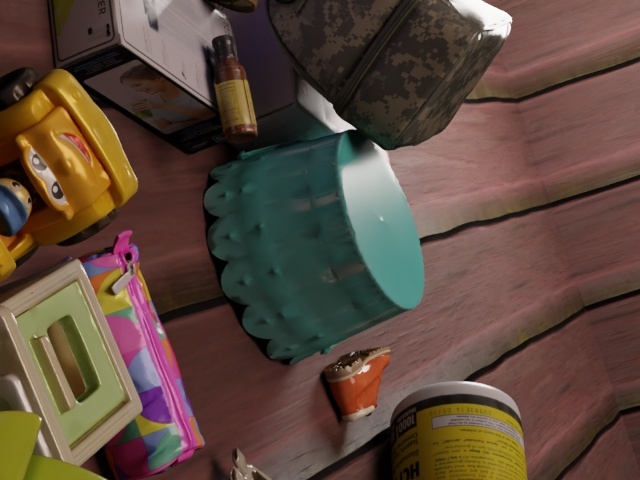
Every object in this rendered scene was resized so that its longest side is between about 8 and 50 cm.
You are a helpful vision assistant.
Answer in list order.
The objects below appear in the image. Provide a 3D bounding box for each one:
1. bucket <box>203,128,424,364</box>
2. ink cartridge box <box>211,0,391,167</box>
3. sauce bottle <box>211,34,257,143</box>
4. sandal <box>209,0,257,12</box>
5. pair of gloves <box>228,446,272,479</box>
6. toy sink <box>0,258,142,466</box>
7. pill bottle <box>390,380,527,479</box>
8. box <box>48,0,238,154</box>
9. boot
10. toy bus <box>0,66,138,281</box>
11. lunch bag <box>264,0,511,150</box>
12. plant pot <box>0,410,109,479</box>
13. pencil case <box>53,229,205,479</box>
[{"bbox_3d":[0.000,0.000,2.014,0.281,0.183,0.281,51,28,-42],"label":"bucket"},{"bbox_3d":[-0.032,-0.204,2.187,0.306,0.131,0.226,36,40,-59],"label":"ink cartridge box"},{"bbox_3d":[-0.103,-0.177,1.863,0.042,0.042,0.128,26,50,-62],"label":"sauce bottle"},{"bbox_3d":[-0.151,-0.325,1.954,0.049,0.180,0.072,-68,156,-7],"label":"sandal"},{"bbox_3d":[-0.055,0.369,1.764,0.204,0.042,0.240,48,31,-46],"label":"pair of gloves"},{"bbox_3d":[-0.264,0.128,1.320,0.153,0.131,0.234,68,22,-6],"label":"toy sink"},{"bbox_3d":[0.192,0.374,2.169,0.188,0.188,0.334,50,29,-43],"label":"pill bottle"},{"bbox_3d":[-0.198,-0.231,1.852,0.290,0.087,0.169,32,44,-60],"label":"box"},{"bbox_3d":[0.057,0.194,2.180,0.158,0.059,0.084,-27,101,-61],"label":"boot"},{"bbox_3d":[-0.288,-0.020,1.283,0.149,0.220,0.211,60,29,-19],"label":"toy bus"},{"bbox_3d":[0.079,-0.271,2.051,0.256,0.212,0.305,36,19,8],"label":"lunch bag"},{"bbox_3d":[-0.251,0.264,1.124,0.207,0.227,0.228,53,27,-26],"label":"plant pot"},{"bbox_3d":[-0.191,0.116,1.562,0.104,0.104,0.236,-25,96,-69],"label":"pencil case"}]
